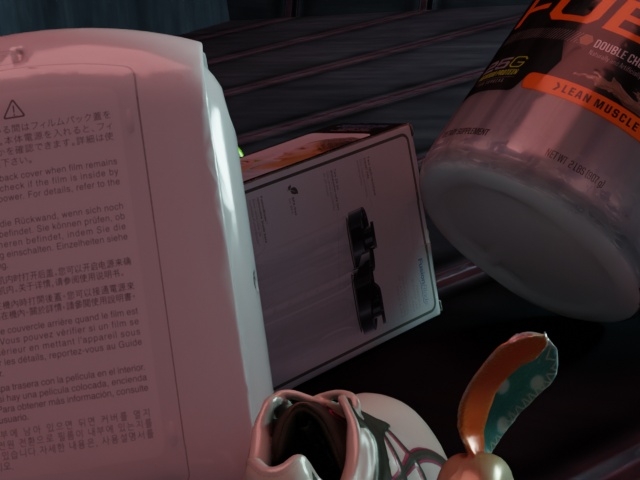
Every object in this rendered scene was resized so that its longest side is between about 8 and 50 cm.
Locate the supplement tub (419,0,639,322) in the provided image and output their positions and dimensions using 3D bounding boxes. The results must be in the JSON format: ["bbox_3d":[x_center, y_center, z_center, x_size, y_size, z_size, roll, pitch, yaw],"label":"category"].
[{"bbox_3d":[0.245,-0.121,1.094,0.207,0.207,0.338,11,59,50],"label":"supplement tub"}]

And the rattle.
[{"bbox_3d":[0.029,0.132,0.575,0.142,0.200,0.130,3,19,34],"label":"rattle"}]

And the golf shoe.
[{"bbox_3d":[0.017,0.126,0.759,0.105,0.120,0.273,-7,14,11],"label":"golf shoe"}]

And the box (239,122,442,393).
[{"bbox_3d":[-0.042,0.023,1.066,0.290,0.169,0.087,-24,19,-39],"label":"box"}]

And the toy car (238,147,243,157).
[{"bbox_3d":[-0.122,0.007,1.311,0.188,0.149,0.155,-38,14,0],"label":"toy car"}]

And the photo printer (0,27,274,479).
[{"bbox_3d":[-0.168,0.022,0.868,0.256,0.308,0.107,-9,-6,-1],"label":"photo printer"}]
